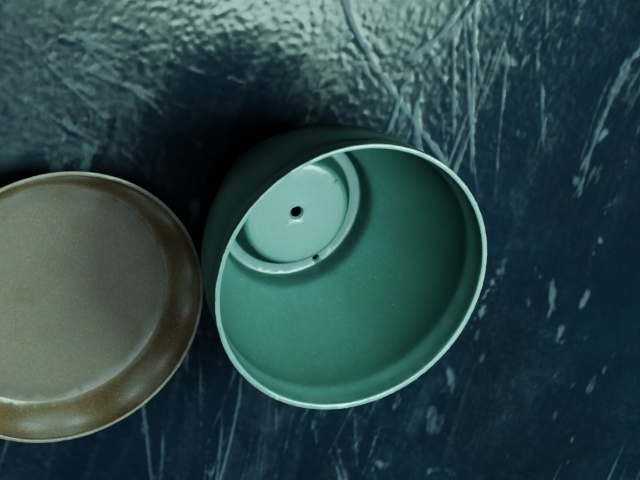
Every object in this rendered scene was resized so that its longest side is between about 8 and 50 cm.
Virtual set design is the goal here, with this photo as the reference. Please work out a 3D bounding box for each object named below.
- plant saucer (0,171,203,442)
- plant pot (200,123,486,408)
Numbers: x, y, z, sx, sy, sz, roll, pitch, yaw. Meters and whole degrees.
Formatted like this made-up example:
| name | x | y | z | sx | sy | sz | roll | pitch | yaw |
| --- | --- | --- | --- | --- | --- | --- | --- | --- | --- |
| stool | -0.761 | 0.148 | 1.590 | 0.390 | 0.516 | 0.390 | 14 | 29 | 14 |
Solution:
| name | x | y | z | sx | sy | sz | roll | pitch | yaw |
| --- | --- | --- | --- | --- | --- | --- | --- | --- | --- |
| plant saucer | -0.277 | 0.064 | 1.894 | 0.310 | 0.050 | 0.310 | -10 | 118 | -20 |
| plant pot | 0.000 | 0.000 | 1.894 | 0.293 | 0.196 | 0.293 | -10 | 118 | -18 |
